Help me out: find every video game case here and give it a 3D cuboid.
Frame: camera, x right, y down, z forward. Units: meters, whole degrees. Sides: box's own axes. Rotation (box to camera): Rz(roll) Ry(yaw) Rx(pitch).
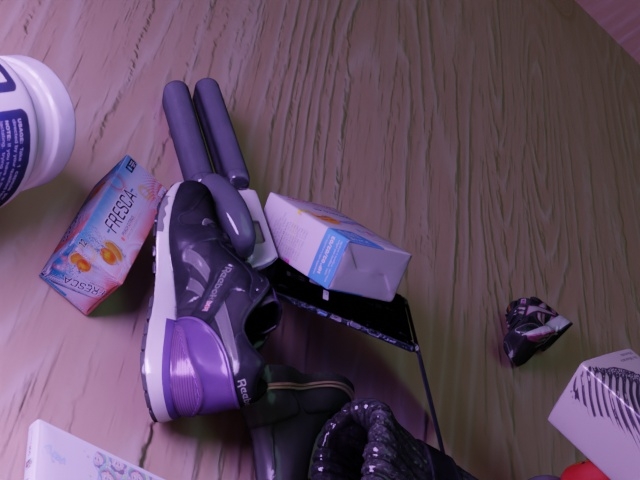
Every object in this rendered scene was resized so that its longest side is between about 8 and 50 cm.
[{"bbox_3d":[-0.180,0.237,1.191,0.157,0.019,0.143,32,33,-31],"label":"video game case"}]

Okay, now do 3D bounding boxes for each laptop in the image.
[{"bbox_3d":[0.041,0.131,1.565,0.264,0.136,0.234,22,9,-4],"label":"laptop"}]

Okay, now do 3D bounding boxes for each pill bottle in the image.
[{"bbox_3d":[-0.335,-0.088,1.210,0.153,0.153,0.265,55,28,8],"label":"pill bottle"}]

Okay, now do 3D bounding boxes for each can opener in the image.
[{"bbox_3d":[-0.112,-0.086,1.577,0.076,0.095,0.283,-7,53,-18],"label":"can opener"}]

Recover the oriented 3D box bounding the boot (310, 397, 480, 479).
[{"bbox_3d":[0.134,0.303,1.302,0.260,0.131,0.348,37,6,-28],"label":"boot"}]

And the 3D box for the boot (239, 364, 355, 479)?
[{"bbox_3d":[-0.022,0.203,1.433,0.198,0.077,0.137,15,62,-56],"label":"boot"}]

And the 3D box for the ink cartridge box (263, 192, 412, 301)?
[{"bbox_3d":[0.000,0.000,1.590,0.104,0.061,0.181,14,13,-44],"label":"ink cartridge box"}]

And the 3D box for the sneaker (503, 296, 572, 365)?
[{"bbox_3d":[0.281,0.119,1.972,0.077,0.072,0.178,45,18,15],"label":"sneaker"}]

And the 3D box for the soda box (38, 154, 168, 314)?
[{"bbox_3d":[-0.209,-0.008,1.400,0.063,0.058,0.183,43,28,-15],"label":"soda box"}]

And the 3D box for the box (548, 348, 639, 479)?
[{"bbox_3d":[0.393,0.245,1.583,0.113,0.094,0.275,-10,43,-46],"label":"box"}]

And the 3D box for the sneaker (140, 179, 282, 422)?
[{"bbox_3d":[-0.096,0.055,1.390,0.107,0.124,0.283,78,8,-48],"label":"sneaker"}]

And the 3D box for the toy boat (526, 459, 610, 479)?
[{"bbox_3d":[0.358,0.404,1.675,0.267,0.148,0.318,-20,81,-56],"label":"toy boat"}]
